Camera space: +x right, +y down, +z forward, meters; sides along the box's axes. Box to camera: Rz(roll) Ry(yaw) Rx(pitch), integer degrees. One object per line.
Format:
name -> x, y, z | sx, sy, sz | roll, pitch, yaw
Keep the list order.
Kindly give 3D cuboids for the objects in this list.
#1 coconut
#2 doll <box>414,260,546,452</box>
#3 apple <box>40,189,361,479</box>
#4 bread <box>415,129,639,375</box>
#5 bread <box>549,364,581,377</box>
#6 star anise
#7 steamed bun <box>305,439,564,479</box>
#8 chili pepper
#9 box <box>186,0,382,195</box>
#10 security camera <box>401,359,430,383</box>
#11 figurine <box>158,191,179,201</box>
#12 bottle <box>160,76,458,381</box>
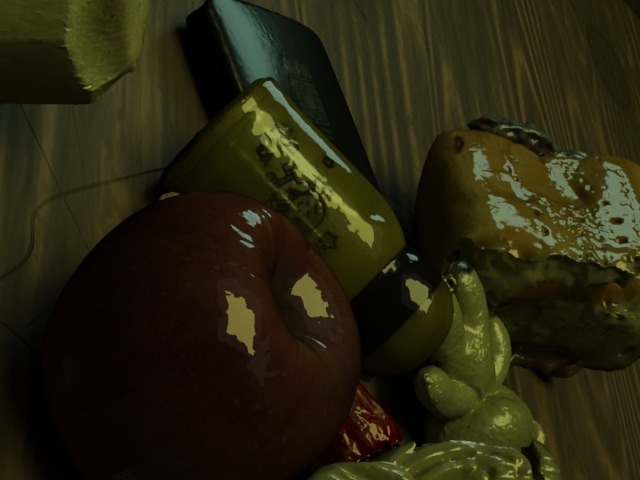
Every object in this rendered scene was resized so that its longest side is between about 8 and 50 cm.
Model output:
coconut -> -0.292, -0.238, 1.331 | 0.237, 0.265, 0.237 | 6, 90, -89
doll -> 0.176, 0.166, 1.841 | 0.149, 0.175, 0.278 | 26, -49, 65
apple -> -0.108, 0.103, 1.310 | 0.306, 0.235, 0.306 | 46, 29, -35
bread -> 0.306, 0.014, 2.058 | 0.361, 0.250, 0.394 | 8, 33, -10
bread -> 0.352, 0.063, 2.346 | 0.124, 0.084, 0.344 | 30, 38, -44
star anise -> 0.373, -0.125, 2.456 | 0.316, 0.139, 0.359 | 44, 6, -37
steamed bun -> 0.096, 0.374, 1.410 | 0.346, 0.237, 0.394 | 44, 55, 13
chili pepper -> -0.022, 0.146, 1.552 | 0.253, 0.136, 0.144 | 57, 24, 13
box -> -0.042, -0.164, 1.877 | 0.290, 0.073, 0.289 | 6, 60, -60
security camera -> 0.068, 0.094, 1.819 | 0.301, 0.080, 0.157 | 32, 50, -63
figurine -> -0.131, 0.038, 1.512 | 0.083, 0.083, 0.187 | 22, 48, -53
bottle -> 0.000, 0.000, 1.598 | 0.351, 0.171, 0.171 | 46, 27, -1
